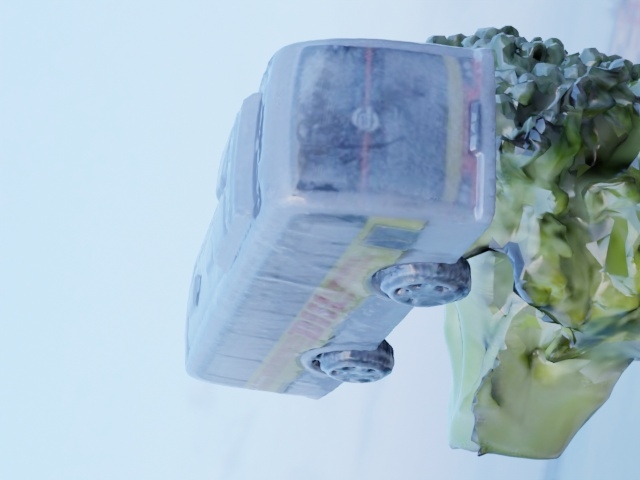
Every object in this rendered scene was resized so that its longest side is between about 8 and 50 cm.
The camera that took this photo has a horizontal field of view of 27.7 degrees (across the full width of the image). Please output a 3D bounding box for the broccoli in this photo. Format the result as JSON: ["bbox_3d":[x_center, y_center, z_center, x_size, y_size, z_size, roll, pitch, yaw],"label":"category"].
[{"bbox_3d":[0.157,-0.016,0.830,0.334,0.324,0.272,-167,59,-71],"label":"broccoli"}]

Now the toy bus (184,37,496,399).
[{"bbox_3d":[0.000,0.000,0.425,0.190,0.075,0.064,118,158,-66],"label":"toy bus"}]
